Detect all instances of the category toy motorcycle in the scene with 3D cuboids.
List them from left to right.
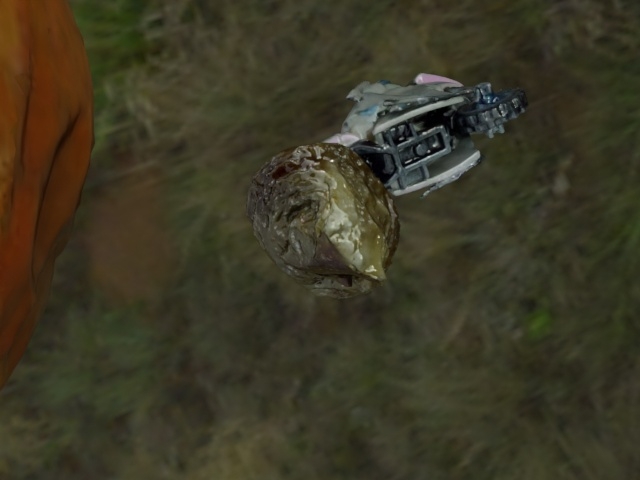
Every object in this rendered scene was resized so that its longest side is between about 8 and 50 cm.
[{"bbox_3d":[0.062,-0.101,1.685,0.204,0.239,0.108,-145,48,-64],"label":"toy motorcycle"}]

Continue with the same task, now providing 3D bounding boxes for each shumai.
[{"bbox_3d":[-0.002,-0.011,1.437,0.123,0.105,0.139,-17,94,16],"label":"shumai"}]

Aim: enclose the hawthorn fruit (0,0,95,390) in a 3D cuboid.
[{"bbox_3d":[-0.342,-0.052,0.964,0.472,0.472,0.472,25,126,40],"label":"hawthorn fruit"}]
